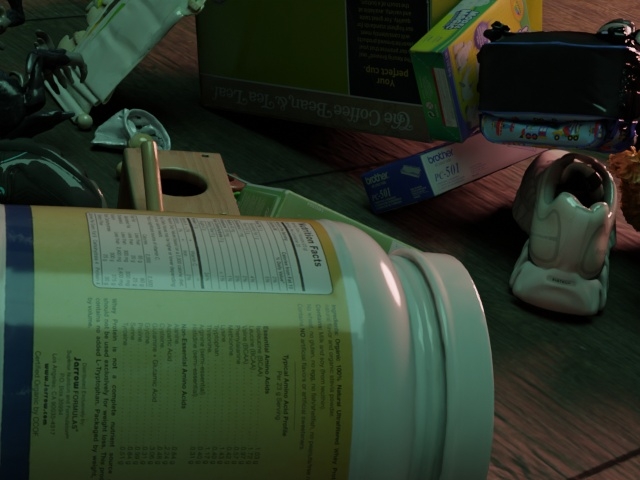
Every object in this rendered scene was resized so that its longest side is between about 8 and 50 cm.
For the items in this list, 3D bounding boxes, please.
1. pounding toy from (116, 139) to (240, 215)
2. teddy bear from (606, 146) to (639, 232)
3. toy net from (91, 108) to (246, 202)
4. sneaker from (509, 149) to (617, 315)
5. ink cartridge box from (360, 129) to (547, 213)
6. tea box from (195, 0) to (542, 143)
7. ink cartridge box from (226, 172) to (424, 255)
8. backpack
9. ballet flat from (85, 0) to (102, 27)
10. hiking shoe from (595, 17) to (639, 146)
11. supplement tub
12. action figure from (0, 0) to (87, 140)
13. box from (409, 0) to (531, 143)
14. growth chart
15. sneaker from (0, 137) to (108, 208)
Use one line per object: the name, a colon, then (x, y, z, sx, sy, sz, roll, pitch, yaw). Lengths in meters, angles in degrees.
pounding toy: (-0.102, 0.005, 1.081, 0.094, 0.181, 0.206, 3, 28, -15)
teddy bear: (0.400, 0.007, 1.304, 0.245, 0.113, 0.338, 19, 25, -10)
toy net: (-0.150, -0.088, 1.398, 0.122, 0.045, 0.232, -7, 31, -29)
sneaker: (0.248, -0.037, 1.363, 0.110, 0.118, 0.292, 10, 25, 3)
ink cartridge box: (0.150, -0.085, 1.422, 0.207, 0.046, 0.097, -23, 4, -37)
tea box: (0.047, -0.297, 1.506, 0.329, 0.323, 0.220, 14, 23, 38)
ink cartridge box: (0.000, 0.000, 1.217, 0.171, 0.056, 0.235, 23, -2, -20)
backpack: (0.247, -0.144, 1.339, 0.158, 0.116, 0.173, 7, 5, 30)
ballet flat: (-0.252, -0.288, 1.743, 0.077, 0.077, 0.231, -9, 22, 9)
hiking shoe: (0.424, -0.144, 1.681, 0.132, 0.113, 0.304, -41, 57, -20)
supplement tub: (-0.074, 0.097, 0.859, 0.316, 0.228, 0.228, 3, 27, -15)
action figure: (-0.316, -0.167, 1.369, 0.164, 0.275, 0.141, -11, -14, 10)
box: (0.160, -0.185, 1.374, 0.043, 0.105, 0.179, 10, 41, 35)
growth chart: (-0.208, -0.227, 1.503, 0.021, 0.237, 0.172, 38, 14, -39)
sneaker: (-0.315, -0.040, 1.224, 0.267, 0.101, 0.106, 18, 50, 13)
